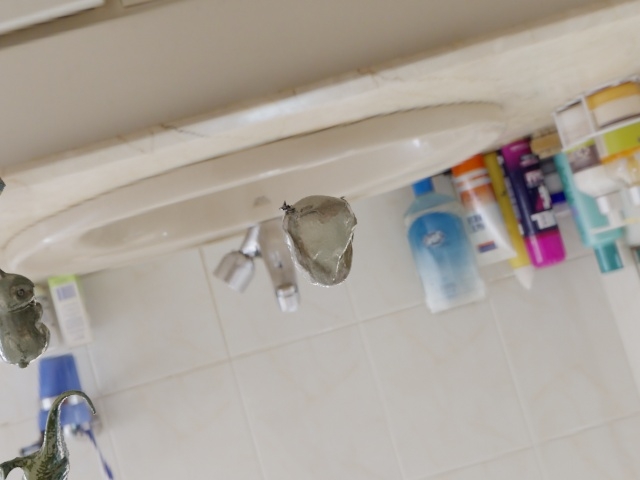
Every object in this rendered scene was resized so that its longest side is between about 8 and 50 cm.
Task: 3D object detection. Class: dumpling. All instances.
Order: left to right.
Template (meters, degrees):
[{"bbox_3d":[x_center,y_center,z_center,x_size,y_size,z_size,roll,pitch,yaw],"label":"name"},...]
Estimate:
[{"bbox_3d":[-0.014,-0.010,1.830,0.163,0.205,0.293,18,-160,27],"label":"dumpling"}]

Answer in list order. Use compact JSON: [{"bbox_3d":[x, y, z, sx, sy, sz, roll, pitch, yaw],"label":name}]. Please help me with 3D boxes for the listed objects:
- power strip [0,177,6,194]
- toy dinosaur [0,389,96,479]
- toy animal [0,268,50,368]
[{"bbox_3d":[-0.664,-0.129,1.509,0.056,0.123,0.032,17,107,-46],"label":"power strip"},{"bbox_3d":[-0.457,0.391,1.267,0.147,0.076,0.363,-30,144,-46],"label":"toy dinosaur"},{"bbox_3d":[-0.607,0.134,1.531,0.107,0.237,0.138,-10,-152,-12],"label":"toy animal"}]
